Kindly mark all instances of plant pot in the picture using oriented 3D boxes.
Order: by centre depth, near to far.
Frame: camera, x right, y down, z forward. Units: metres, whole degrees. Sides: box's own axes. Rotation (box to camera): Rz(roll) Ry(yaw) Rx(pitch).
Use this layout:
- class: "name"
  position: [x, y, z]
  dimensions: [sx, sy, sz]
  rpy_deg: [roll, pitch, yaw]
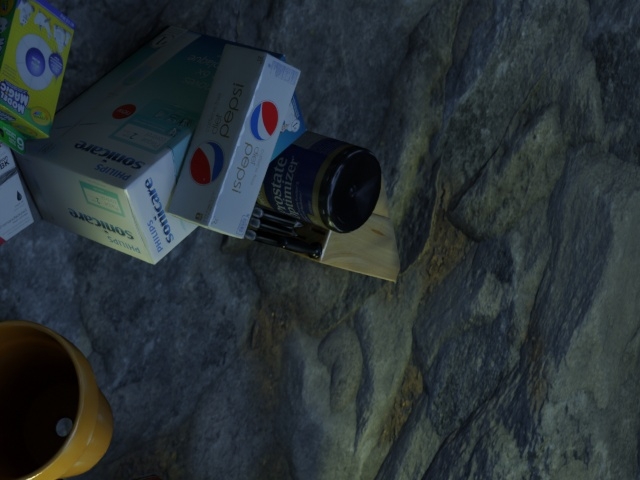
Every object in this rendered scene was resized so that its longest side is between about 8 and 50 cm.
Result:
- class: "plant pot"
  position: [-0.354, 0.221, 1.947]
  dimensions: [0.205, 0.205, 0.188]
  rpy_deg: [-63, 158, -9]

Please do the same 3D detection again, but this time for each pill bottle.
- class: "pill bottle"
  position: [-0.032, -0.095, 2.167]
  dimensions: [0.123, 0.219, 0.122]
  rpy_deg: [-25, 124, -44]

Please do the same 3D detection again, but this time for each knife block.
- class: "knife block"
  position: [0.000, 0.000, 2.361]
  dimensions: [0.242, 0.088, 0.275]
  rpy_deg: [-41, 135, -32]

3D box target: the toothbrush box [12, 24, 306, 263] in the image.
- class: "toothbrush box"
  position: [-0.199, -0.127, 1.949]
  dimensions: [0.295, 0.216, 0.126]
  rpy_deg: [-44, 135, -29]

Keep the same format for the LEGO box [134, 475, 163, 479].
- class: "LEGO box"
  position: [-0.202, 0.636, 2.162]
  dimensions: [0.193, 0.372, 0.500]
  rpy_deg: [-6, 110, -50]

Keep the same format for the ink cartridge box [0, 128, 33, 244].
- class: "ink cartridge box"
  position: [-0.410, -0.059, 1.847]
  dimensions: [0.099, 0.056, 0.135]
  rpy_deg: [-40, 134, -34]

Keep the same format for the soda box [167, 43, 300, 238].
- class: "soda box"
  position: [-0.102, -0.117, 1.835]
  dimensions: [0.069, 0.074, 0.216]
  rpy_deg: [21, 88, -51]

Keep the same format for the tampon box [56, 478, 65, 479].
- class: "tampon box"
  position: [-0.362, 0.416, 2.068]
  dimensions: [0.101, 0.120, 0.161]
  rpy_deg: [0, 106, -52]

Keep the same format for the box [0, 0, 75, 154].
- class: "box"
  position: [-0.351, -0.199, 1.824]
  dimensions: [0.105, 0.043, 0.179]
  rpy_deg: [36, 59, -52]
